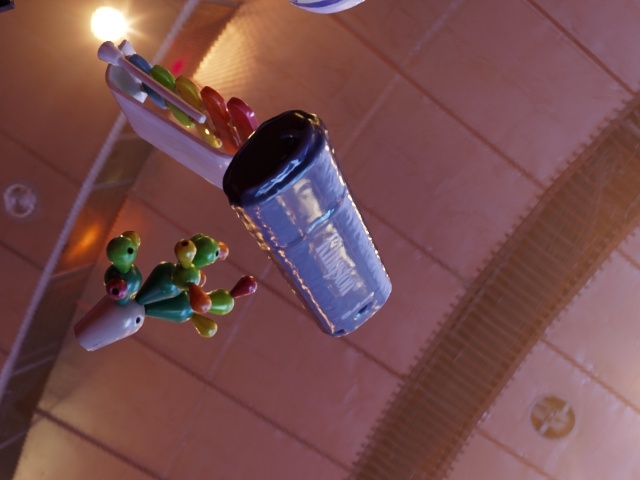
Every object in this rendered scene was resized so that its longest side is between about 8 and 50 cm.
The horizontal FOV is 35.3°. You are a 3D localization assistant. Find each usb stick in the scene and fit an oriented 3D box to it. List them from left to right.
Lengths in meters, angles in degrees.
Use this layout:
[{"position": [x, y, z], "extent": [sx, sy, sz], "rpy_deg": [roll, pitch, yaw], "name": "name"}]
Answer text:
[{"position": [0.000, 0.000, 0.712], "extent": [0.045, 0.278, 0.077], "rpy_deg": [38, -100, 25], "name": "usb stick"}]

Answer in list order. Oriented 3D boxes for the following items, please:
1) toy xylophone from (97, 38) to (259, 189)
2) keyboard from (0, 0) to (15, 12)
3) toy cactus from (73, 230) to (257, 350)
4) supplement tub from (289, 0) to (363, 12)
[{"position": [-0.179, -0.173, 1.382], "extent": [0.323, 0.236, 0.081], "rpy_deg": [35, -107, 16], "name": "toy xylophone"}, {"position": [-0.415, -0.230, 1.069], "extent": [0.192, 0.038, 0.100], "rpy_deg": [-17, -116, 2], "name": "keyboard"}, {"position": [-0.170, 0.063, 1.043], "extent": [0.181, 0.219, 0.112], "rpy_deg": [-33, -108, 13], "name": "toy cactus"}, {"position": [-0.060, -0.420, 1.126], "extent": [0.236, 0.325, 0.235], "rpy_deg": [-16, -114, 38], "name": "supplement tub"}]
